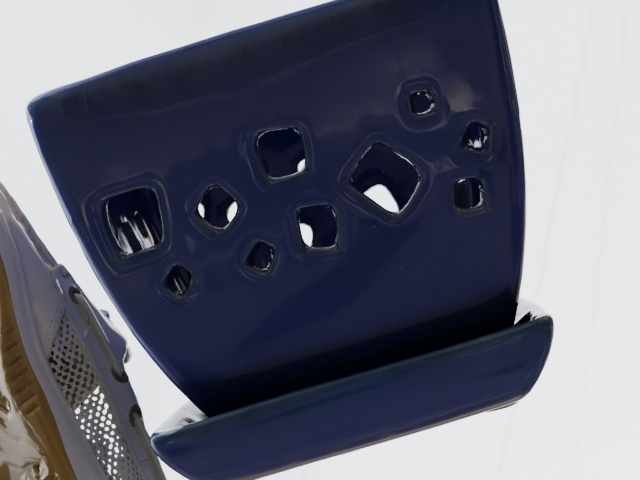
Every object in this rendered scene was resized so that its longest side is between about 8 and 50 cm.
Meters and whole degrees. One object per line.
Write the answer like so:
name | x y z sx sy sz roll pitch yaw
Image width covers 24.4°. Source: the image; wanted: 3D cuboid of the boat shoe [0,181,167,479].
boat shoe | -0.154 0.073 0.835 0.096 0.098 0.277 -5 -116 -48

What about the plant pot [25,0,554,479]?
plant pot | 0.000 0.000 0.794 0.236 0.236 0.212 -16 -90 3
